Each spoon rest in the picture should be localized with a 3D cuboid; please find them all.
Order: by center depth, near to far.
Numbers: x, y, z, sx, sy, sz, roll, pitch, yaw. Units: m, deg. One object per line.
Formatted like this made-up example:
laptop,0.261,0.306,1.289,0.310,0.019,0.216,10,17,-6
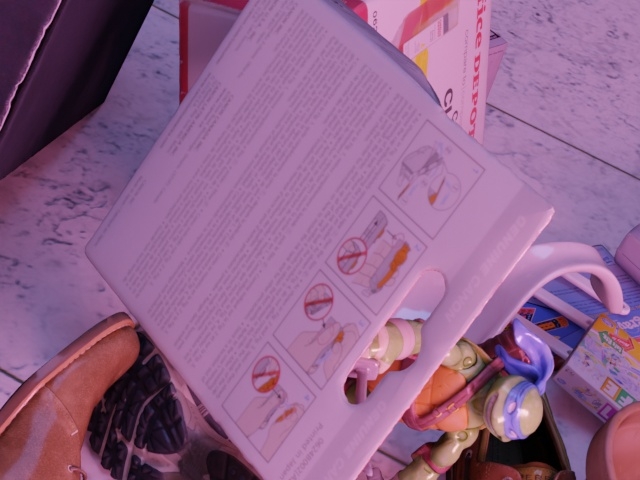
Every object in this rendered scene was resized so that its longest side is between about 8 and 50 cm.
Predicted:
spoon rest,0.159,0.057,1.622,0.276,0.084,0.137,-14,47,-17

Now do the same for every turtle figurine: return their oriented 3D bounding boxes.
turtle figurine,0.028,0.143,1.401,0.266,0.198,0.275,19,71,43

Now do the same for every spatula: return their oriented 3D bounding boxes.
spatula,0.187,0.036,1.740,0.242,0.019,0.168,35,37,16

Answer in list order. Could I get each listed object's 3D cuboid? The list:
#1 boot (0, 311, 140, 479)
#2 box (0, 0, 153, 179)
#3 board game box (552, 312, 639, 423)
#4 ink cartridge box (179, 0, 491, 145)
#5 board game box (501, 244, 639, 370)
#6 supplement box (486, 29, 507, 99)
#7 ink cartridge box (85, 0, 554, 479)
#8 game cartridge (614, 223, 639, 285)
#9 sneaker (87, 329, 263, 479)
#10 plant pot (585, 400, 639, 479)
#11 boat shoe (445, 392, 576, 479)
boot,-0.220,0.180,1.325,0.115,0.112,0.305,37,53,4
box,-0.404,-0.316,1.591,0.471,0.297,0.480,27,17,0
board game box,0.307,0.150,1.641,0.154,0.026,0.103,40,40,4
ink cartridge box,0.026,-0.162,1.725,0.160,0.279,0.384,16,33,25
board game box,0.222,0.074,1.739,0.281,0.027,0.145,-8,42,-33
supplement box,0.096,-0.236,2.009,0.073,0.130,0.239,-21,50,-42
ink cartridge box,0.000,0.000,1.362,0.091,0.308,0.385,22,18,-48
game cartridge,0.461,0.036,1.855,0.294,0.060,0.196,-7,46,-41
sneaker,-0.090,0.180,1.416,0.122,0.110,0.283,13,25,-49
plant pot,0.299,0.260,1.428,0.237,0.110,0.237,25,36,-21
boat shoe,0.161,0.227,1.438,0.110,0.104,0.307,9,37,-14
